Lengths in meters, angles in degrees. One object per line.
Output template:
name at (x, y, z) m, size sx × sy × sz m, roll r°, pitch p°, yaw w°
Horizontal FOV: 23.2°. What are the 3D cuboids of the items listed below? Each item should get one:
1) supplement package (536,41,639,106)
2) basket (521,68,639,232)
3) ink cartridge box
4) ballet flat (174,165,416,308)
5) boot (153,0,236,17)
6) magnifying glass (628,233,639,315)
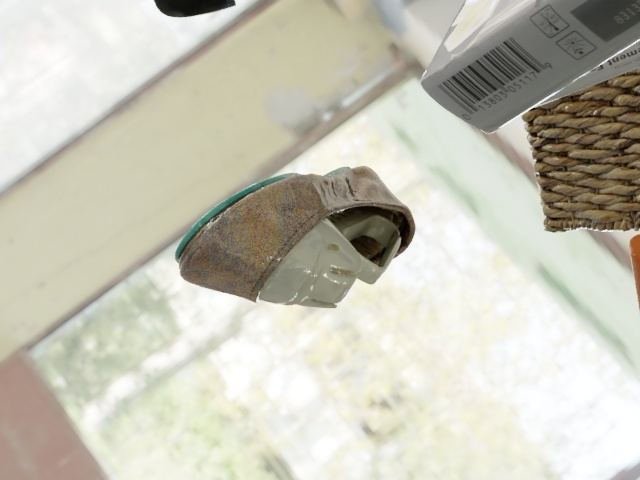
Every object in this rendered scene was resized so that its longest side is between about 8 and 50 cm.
supplement package at (0.166, -0.245, 1.143) m, size 0.244 × 0.134 × 0.139 m, roll 56°, pitch 22°, yaw -36°
basket at (0.332, -0.137, 1.393) m, size 0.299 × 0.213 × 0.223 m, roll -1°, pitch -74°, yaw 64°
ink cartridge box at (0.163, -0.182, 0.833) m, size 0.066 × 0.232 × 0.189 m, roll 34°, pitch -34°, yaw -17°
ballet flat at (0.000, 0.000, 1.280) m, size 0.106 × 0.107 × 0.316 m, roll 42°, pitch 26°, yaw 13°
boot at (-0.079, -0.300, 1.278) m, size 0.229 × 0.263 × 0.091 m, roll 60°, pitch -31°, yaw 28°
magnifying glass at (0.278, 0.090, 1.271) m, size 0.092 × 0.026 × 0.231 m, roll -84°, pitch 159°, yaw -50°
